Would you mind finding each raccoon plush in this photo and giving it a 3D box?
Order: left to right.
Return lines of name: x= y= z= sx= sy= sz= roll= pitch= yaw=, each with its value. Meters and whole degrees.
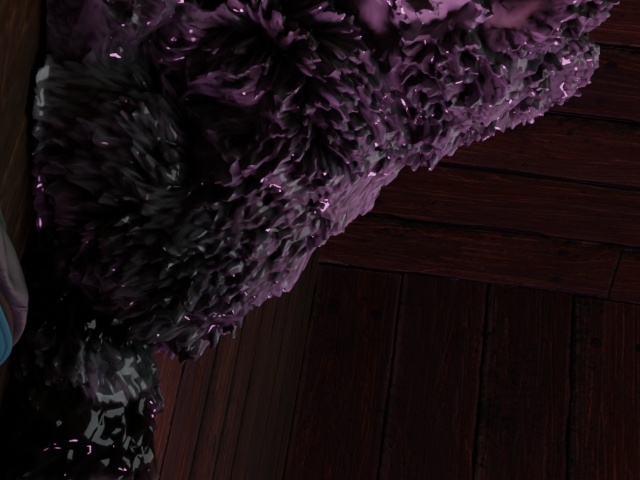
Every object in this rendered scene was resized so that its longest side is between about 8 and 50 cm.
raccoon plush: x=0.000 y=0.000 z=0.873 sx=0.216 sy=0.299 sz=0.446 roll=-65 pitch=162 yaw=-81

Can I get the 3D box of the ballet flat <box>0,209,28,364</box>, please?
ballet flat: x=-0.144 y=-0.023 z=0.506 sx=0.213 sy=0.072 sz=0.068 roll=93 pitch=-22 yaw=-59
